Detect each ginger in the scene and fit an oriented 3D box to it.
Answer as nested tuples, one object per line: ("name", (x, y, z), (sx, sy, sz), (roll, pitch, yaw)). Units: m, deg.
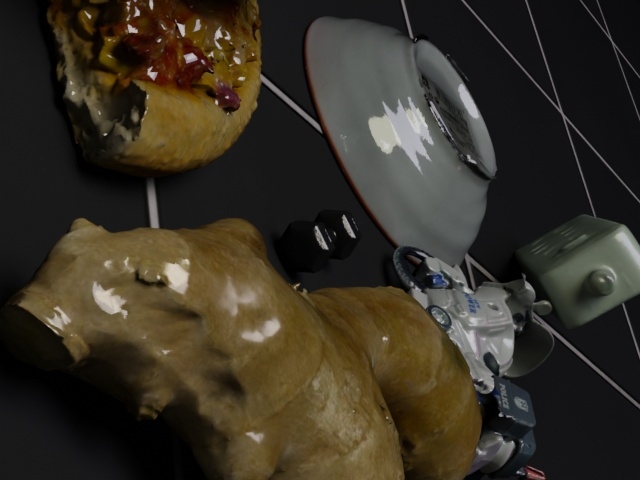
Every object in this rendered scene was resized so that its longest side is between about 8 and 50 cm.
("ginger", (-0.005, 0.089, 0.823), (0.348, 0.122, 0.363), (64, 31, -21))

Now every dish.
("dish", (0.092, -0.103, 1.286), (0.260, 0.085, 0.260), (47, 28, -34))

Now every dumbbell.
("dumbbell", (0.000, 0.000, 1.036), (0.036, 0.040, 0.083), (35, 19, 12))

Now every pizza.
("pizza", (-0.108, -0.163, 0.922), (0.229, 0.081, 0.289), (57, 25, -13))

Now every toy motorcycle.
("toy motorcycle", (0.123, 0.097, 1.131), (0.150, 0.102, 0.221), (27, 34, -23))

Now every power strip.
("power strip", (0.238, 0.023, 1.327), (0.062, 0.091, 0.385), (60, 5, 0))
